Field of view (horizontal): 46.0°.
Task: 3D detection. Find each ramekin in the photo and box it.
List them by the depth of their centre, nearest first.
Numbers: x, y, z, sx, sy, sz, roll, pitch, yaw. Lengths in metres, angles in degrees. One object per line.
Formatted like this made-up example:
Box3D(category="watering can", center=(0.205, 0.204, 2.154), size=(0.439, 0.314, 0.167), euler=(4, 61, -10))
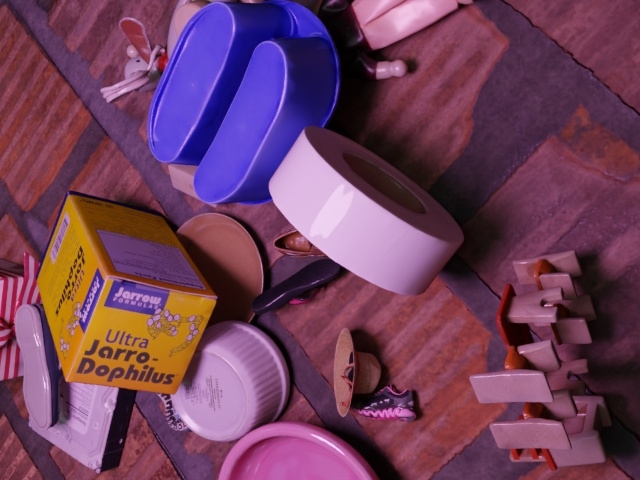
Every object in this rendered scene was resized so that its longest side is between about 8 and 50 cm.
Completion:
Box3D(category="ramekin", center=(-0.168, 0.254, 1.328), size=(0.207, 0.109, 0.207), euler=(6, 104, 26))

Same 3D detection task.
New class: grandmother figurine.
Box3D(category="grandmother figurine", center=(0.068, -0.347, 1.208), size=(0.342, 0.104, 0.208), euler=(-28, 68, 25))

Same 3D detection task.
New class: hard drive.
Box3D(category="hard drive", center=(-0.483, 0.276, 1.564), size=(0.237, 0.064, 0.339), euler=(22, 102, 29))

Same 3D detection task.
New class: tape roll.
Box3D(category="tape roll", center=(0.068, -0.047, 1.103), size=(0.286, 0.286, 0.100), euler=(42, 110, 23))

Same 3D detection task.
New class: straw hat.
Box3D(category="straw hat", center=(0.066, 0.217, 1.233), size=(0.061, 0.144, 0.144), euler=(5, 94, -11))

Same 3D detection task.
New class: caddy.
Box3D(category="caddy", center=(-0.114, -0.213, 1.187), size=(0.241, 0.179, 0.341), euler=(42, 118, 21))

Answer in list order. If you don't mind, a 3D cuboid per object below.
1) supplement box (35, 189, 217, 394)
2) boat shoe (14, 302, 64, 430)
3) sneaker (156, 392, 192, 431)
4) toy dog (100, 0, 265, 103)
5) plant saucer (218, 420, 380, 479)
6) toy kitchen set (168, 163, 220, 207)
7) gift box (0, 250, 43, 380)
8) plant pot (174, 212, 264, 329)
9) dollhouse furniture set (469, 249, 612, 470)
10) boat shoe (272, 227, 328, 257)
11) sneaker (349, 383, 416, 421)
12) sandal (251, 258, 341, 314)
Box3D(category="supplement box", center=(-0.355, 0.082, 1.328), size=(0.356, 0.194, 0.195), euler=(44, 114, 53))
Box3D(category="boat shoe", center=(-0.555, 0.252, 1.524), size=(0.095, 0.079, 0.254), euler=(-23, 77, 32))
Box3D(category="sneaker", center=(-0.271, 0.296, 1.435), size=(0.063, 0.073, 0.162), euler=(-26, 55, 5))
Box3D(category="toy dog", center=(-0.264, -0.391, 1.356), size=(0.334, 0.220, 0.161), euler=(-22, 100, 21))
Box3D(category="plant saucer", center=(-0.018, 0.456, 1.260), size=(0.332, 0.084, 0.332), euler=(4, 99, 29))
Box3D(category="toy kitchen set", center=(-0.191, -0.201, 1.383), size=(0.122, 0.166, 0.207), euler=(26, 139, 32))
Box3D(category="gift box", center=(-0.724, 0.149, 1.596), size=(0.258, 0.255, 0.276), euler=(14, 104, 32))
Box3D(category="plant pot", center=(-0.195, 0.067, 1.407), size=(0.236, 0.032, 0.236), euler=(0, 90, 32))
Box3D(category="dollhouse furniture set", center=(0.285, 0.181, 1.008), size=(0.135, 0.262, 0.259), euler=(-11, 116, 32))
Box3D(category="boat shoe", center=(0.000, 0.000, 1.272), size=(0.178, 0.060, 0.064), euler=(-8, 86, 31))
Box3D(category="sneaker", center=(0.103, 0.263, 1.231), size=(0.119, 0.047, 0.057), euler=(-4, 66, 30))
Box3D(category="sandal", center=(-0.037, 0.085, 1.299), size=(0.179, 0.067, 0.040), euler=(-28, 115, 19))
